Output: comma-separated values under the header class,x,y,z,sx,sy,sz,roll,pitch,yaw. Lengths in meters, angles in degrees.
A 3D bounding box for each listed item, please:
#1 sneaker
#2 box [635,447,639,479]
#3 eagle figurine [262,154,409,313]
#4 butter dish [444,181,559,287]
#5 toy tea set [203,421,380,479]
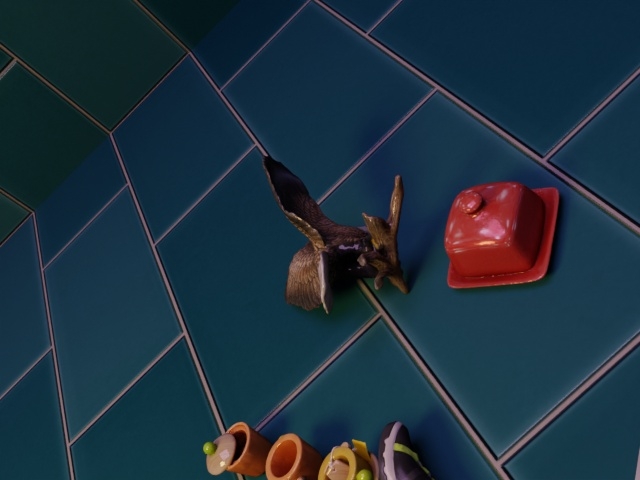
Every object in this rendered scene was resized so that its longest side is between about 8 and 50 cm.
class,x,y,z,sx,sy,sz,roll,pitch,yaw
sneaker,0.130,0.327,0.964,0.097,0.084,0.234,-12,47,7
box,0.390,0.250,0.741,0.186,0.038,0.145,-16,25,37
eagle figurine,0.007,0.001,1.275,0.298,0.225,0.226,15,79,39
butter dish,0.235,-0.026,1.115,0.160,0.118,0.160,-9,52,41
toy tea set,-0.078,0.338,1.072,0.336,0.124,0.199,-5,57,53
